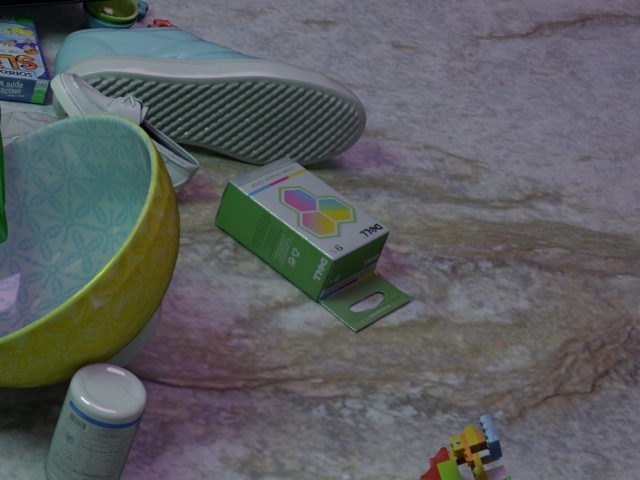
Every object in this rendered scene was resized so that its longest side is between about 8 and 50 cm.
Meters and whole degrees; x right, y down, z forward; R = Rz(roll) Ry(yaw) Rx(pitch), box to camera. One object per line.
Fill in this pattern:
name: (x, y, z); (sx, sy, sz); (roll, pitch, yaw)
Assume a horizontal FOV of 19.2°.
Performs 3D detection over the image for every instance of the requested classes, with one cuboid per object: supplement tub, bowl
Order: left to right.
bowl: (-0.235, 0.039, 1.756); (0.156, 0.289, 0.289); (54, 15, -36)
supplement tub: (-0.198, 0.168, 1.669); (0.071, 0.107, 0.071); (15, 35, -11)

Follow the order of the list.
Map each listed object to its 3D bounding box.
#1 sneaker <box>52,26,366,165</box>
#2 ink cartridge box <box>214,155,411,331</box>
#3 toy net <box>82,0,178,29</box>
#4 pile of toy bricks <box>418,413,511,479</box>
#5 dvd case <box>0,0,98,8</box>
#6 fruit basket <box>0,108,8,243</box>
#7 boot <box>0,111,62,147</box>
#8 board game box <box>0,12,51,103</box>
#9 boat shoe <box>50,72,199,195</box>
sneaker: (-0.127, -0.188, 2.180); (0.366, 0.135, 0.150); (9, 41, -20)
ink cartridge box: (0.000, 0.000, 2.054); (0.209, 0.062, 0.109); (37, 36, 21)
toy net: (-0.228, -0.309, 2.372); (0.122, 0.045, 0.232); (16, 34, -8)
pile of toy bricks: (0.135, 0.262, 1.746); (0.105, 0.118, 0.212); (-18, 51, 0)
dvd case: (-0.377, -0.312, 2.253); (0.253, 0.022, 0.180); (-9, 26, -32)
fruit basket: (-0.484, -0.089, 1.628); (0.392, 0.392, 0.283); (6, 53, -22)
boot: (-0.334, -0.071, 1.957); (0.258, 0.095, 0.123); (-6, 36, -48)
board game box: (-0.416, -0.215, 2.144); (0.201, 0.035, 0.136); (4, 37, -25)
boat shoe: (-0.209, -0.124, 2.050); (0.184, 0.063, 0.066); (45, 17, -6)
